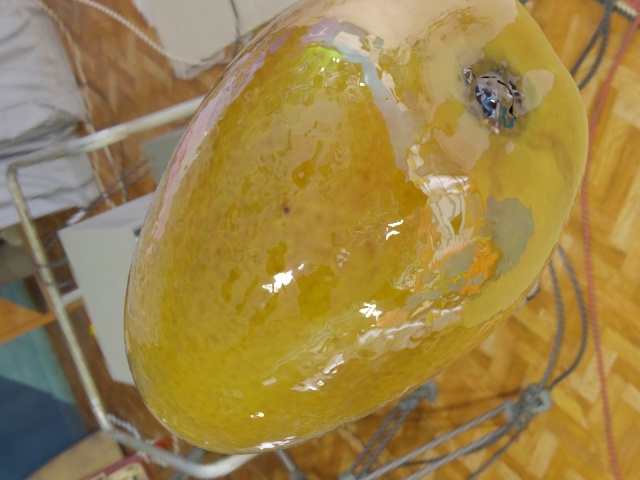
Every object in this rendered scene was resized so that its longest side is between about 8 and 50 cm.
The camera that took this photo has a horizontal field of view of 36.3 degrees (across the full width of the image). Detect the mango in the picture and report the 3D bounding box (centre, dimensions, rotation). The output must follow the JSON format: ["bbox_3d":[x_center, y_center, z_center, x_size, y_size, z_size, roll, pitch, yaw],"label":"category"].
[{"bbox_3d":[0.000,0.000,0.620,0.221,0.264,0.378,37,128,-7],"label":"mango"}]
